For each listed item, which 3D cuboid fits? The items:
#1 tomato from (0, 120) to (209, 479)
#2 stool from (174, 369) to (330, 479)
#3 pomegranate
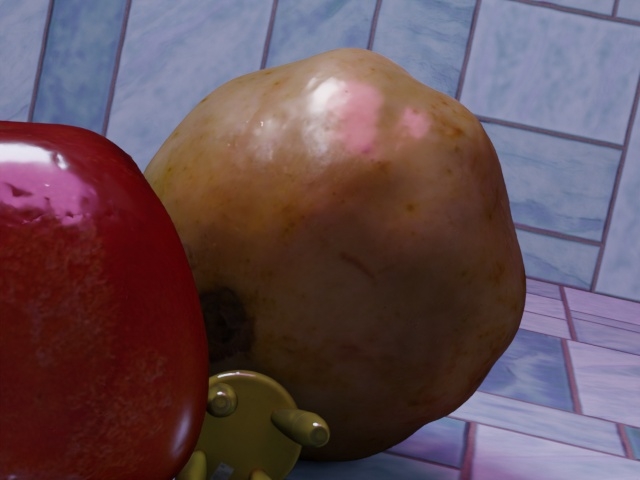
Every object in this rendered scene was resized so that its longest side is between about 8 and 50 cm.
[{"bbox_3d":[-0.231,0.056,1.069,0.293,0.290,0.325,3,10,-11],"label":"tomato"},{"bbox_3d":[-0.062,0.169,1.168,0.134,0.135,0.110,-25,11,-7],"label":"stool"},{"bbox_3d":[0.005,0.018,1.404,0.411,0.411,0.411,12,6,-1],"label":"pomegranate"}]
